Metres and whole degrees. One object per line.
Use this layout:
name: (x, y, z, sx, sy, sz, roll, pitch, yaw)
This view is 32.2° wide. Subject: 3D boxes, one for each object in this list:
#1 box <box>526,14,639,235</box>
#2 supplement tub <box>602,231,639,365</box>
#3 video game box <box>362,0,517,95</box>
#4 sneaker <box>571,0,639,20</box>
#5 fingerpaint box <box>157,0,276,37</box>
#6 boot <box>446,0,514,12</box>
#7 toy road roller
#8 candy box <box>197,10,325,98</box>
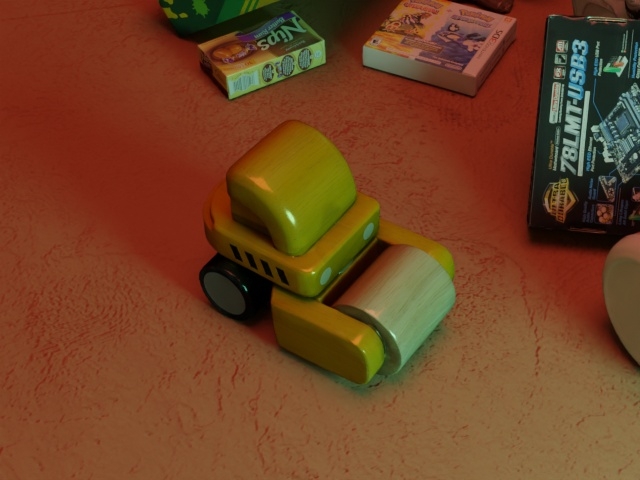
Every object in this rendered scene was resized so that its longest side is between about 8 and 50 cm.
box: (0.441, -0.151, 1.512, 0.293, 0.296, 0.073, 5, 6, 9)
supplement tub: (0.506, 0.047, 1.362, 0.272, 0.191, 0.191, -20, 47, -16)
video game box: (0.203, -0.335, 1.864, 0.205, 0.048, 0.187, 19, 46, 21)
sneaker: (0.504, -0.333, 1.708, 0.137, 0.210, 0.366, -26, 40, -10)
fingerpaint box: (-0.043, -0.564, 1.904, 0.371, 0.163, 0.445, -7, 33, 47)
boot: (0.276, -0.425, 1.961, 0.114, 0.037, 0.106, 35, 58, 26)
toy road roller: (0.000, 0.000, 1.399, 0.329, 0.241, 0.202, 26, 52, 26)
candy box: (-0.097, -0.311, 1.851, 0.186, 0.053, 0.109, -25, 49, -19)
